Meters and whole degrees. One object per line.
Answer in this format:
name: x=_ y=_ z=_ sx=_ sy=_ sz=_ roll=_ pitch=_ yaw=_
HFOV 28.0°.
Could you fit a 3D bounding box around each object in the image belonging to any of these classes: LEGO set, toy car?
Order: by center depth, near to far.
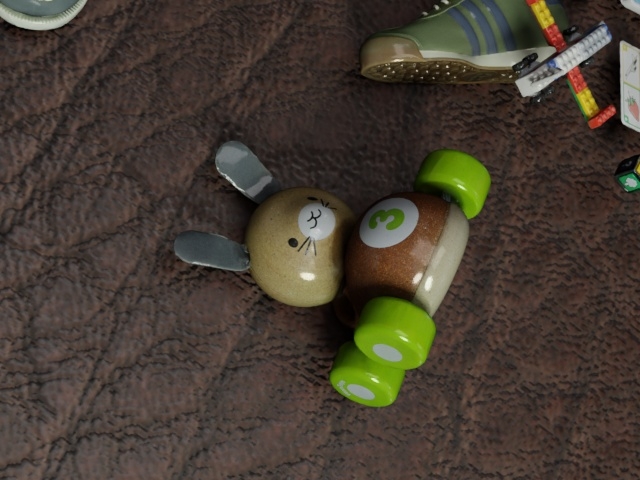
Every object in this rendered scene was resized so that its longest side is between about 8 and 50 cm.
toy car: x=0.000 y=0.000 z=0.904 sx=0.188 sy=0.149 sz=0.155 roll=24 pitch=61 yaw=0
LEGO set: x=0.226 y=-0.166 z=1.006 sx=0.182 sy=0.060 sz=0.244 roll=18 pitch=66 yaw=-35

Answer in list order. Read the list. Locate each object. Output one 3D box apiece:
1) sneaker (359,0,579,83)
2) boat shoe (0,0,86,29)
sneaker: x=0.113 y=-0.171 z=1.005 sx=0.192 sy=0.064 sz=0.086 roll=-3 pitch=82 yaw=-25
boat shoe: x=-0.197 y=-0.312 z=0.909 sx=0.116 sy=0.099 sz=0.320 roll=5 pitch=78 yaw=-18
